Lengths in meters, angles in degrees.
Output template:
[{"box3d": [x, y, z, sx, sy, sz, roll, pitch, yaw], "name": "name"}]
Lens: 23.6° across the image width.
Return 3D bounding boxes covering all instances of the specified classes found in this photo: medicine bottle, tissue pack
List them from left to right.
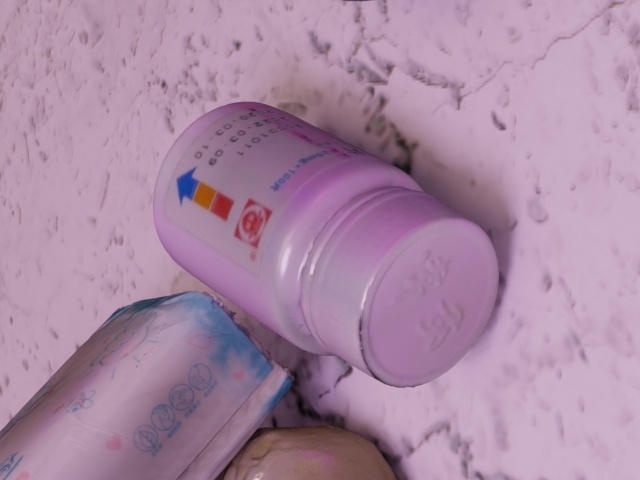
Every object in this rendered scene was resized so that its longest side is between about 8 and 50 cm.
[{"box3d": [-0.174, 0.169, 1.190, 0.124, 0.271, 0.201, 47, 154, -13], "name": "tissue pack"}, {"box3d": [0.000, 0.000, 1.124, 0.254, 0.152, 0.152, 29, 114, 45], "name": "medicine bottle"}]

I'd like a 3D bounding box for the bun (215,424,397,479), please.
[{"box3d": [-0.020, 0.240, 1.179, 0.178, 0.128, 0.193, 8, 100, 49], "name": "bun"}]
